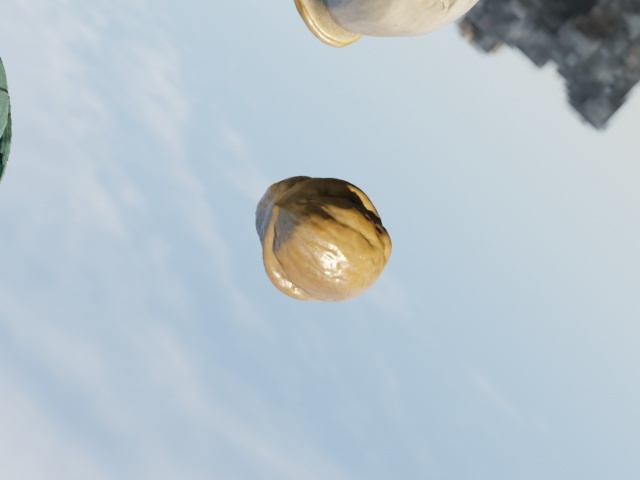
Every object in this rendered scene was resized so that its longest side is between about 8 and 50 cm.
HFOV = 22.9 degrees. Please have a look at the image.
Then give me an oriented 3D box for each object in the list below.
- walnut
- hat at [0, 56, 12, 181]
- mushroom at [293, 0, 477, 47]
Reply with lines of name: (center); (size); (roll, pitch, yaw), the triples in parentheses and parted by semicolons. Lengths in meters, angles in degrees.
walnut: (0.000, 0.000, 1.804); (0.166, 0.149, 0.166); (36, -176, -3)
hat: (-0.276, -0.108, 1.174); (0.138, 0.078, 0.191); (26, -124, -55)
mushroom: (0.059, -0.200, 1.153); (0.108, 0.096, 0.247); (54, 156, -6)
